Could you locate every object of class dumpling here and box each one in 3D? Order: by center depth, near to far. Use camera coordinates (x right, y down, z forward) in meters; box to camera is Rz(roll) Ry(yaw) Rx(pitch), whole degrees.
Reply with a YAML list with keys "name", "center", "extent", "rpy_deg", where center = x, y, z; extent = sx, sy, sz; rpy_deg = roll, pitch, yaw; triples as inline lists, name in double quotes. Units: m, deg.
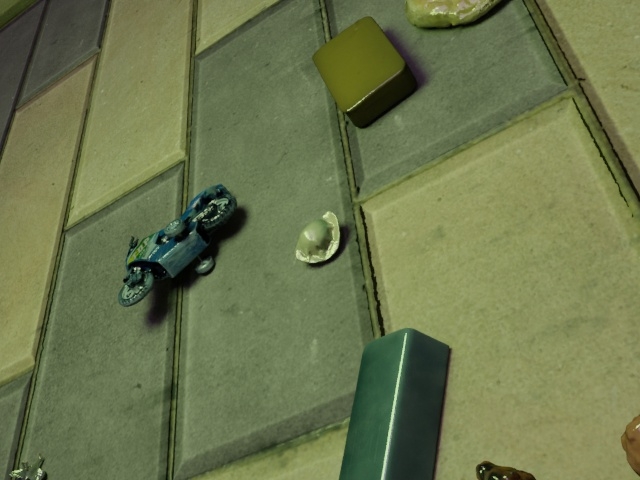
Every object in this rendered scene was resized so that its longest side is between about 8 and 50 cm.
- name: "dumpling"
  center: [0.000, 0.001, 1.048]
  extent: [0.077, 0.043, 0.059]
  rpy_deg: [-41, 55, -18]

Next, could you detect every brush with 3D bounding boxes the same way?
- name: "brush"
  center: [0.068, -0.275, 1.201]
  extent: [0.123, 0.059, 0.197]
  rpy_deg: [-33, 43, 10]

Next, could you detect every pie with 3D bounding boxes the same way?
- name: "pie"
  center: [0.231, -0.415, 1.184]
  extent: [0.218, 0.052, 0.185]
  rpy_deg: [-26, 43, 19]

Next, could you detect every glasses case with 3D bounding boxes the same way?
- name: "glasses case"
  center: [0.066, 0.226, 0.796]
  extent: [0.105, 0.056, 0.266]
  rpy_deg: [-10, 52, 34]

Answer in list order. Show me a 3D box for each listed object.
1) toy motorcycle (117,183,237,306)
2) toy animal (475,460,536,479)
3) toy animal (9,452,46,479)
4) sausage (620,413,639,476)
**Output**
- name: "toy motorcycle"
  center: [-0.238, 0.004, 1.209]
  extent: [0.254, 0.092, 0.135]
  rpy_deg: [-44, 31, -11]
- name: "toy animal"
  center: [0.145, 0.324, 0.604]
  extent: [0.114, 0.116, 0.255]
  rpy_deg: [13, 67, 47]
- name: "toy animal"
  center: [-0.446, 0.351, 1.142]
  extent: [0.084, 0.028, 0.050]
  rpy_deg: [3, 68, 40]
- name: "sausage"
  center: [0.362, 0.204, 0.542]
  extent: [0.289, 0.086, 0.086]
  rpy_deg: [24, 75, 48]
